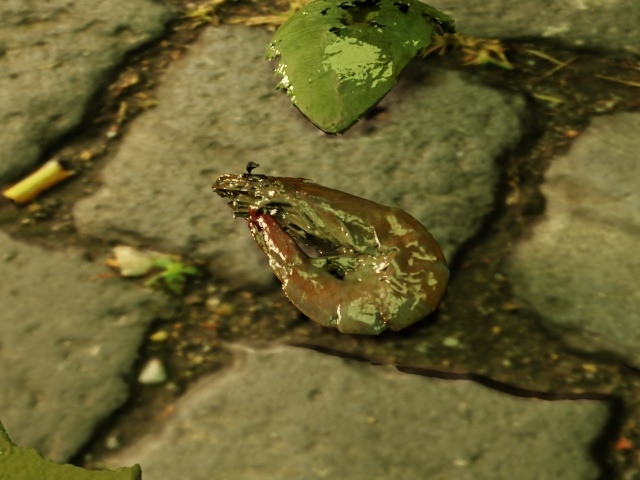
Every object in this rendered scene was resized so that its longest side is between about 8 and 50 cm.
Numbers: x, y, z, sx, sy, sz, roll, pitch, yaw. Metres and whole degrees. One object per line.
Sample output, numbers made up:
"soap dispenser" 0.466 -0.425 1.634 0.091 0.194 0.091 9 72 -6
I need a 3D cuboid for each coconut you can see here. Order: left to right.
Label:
"coconut" 0.023 -0.146 1.304 0.133 0.055 0.158 15 45 15

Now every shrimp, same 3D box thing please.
"shrimp" 0.000 0.000 1.163 0.190 0.042 0.101 31 60 28

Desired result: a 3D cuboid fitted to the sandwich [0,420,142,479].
"sandwich" -0.229 0.179 0.976 0.245 0.063 0.212 7 41 9
